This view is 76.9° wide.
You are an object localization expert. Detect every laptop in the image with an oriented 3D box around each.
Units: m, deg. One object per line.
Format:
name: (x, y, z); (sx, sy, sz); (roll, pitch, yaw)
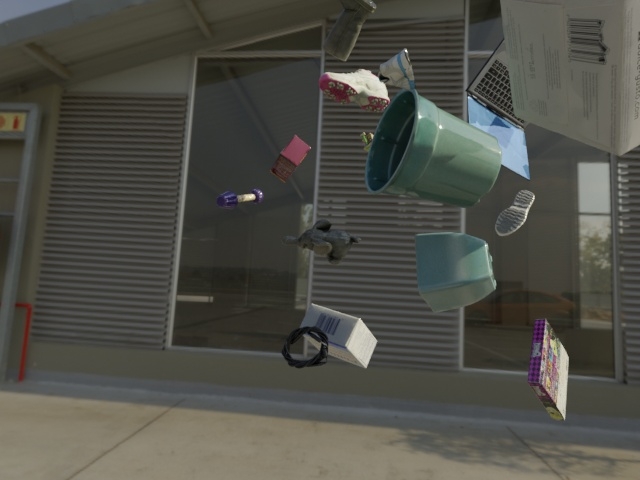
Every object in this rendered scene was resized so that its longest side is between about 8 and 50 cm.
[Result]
laptop: (0.788, -0.519, 1.587); (0.382, 0.408, 0.236); (18, 31, -29)

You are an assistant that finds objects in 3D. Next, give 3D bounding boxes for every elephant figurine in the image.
elephant figurine: (0.000, 0.000, 1.654); (0.239, 0.186, 0.169); (24, 11, -36)

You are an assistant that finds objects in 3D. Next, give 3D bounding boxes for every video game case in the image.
video game case: (0.723, 0.404, 1.272); (0.042, 0.232, 0.210); (-15, -56, 44)

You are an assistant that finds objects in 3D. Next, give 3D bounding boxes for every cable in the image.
cable: (-0.062, 0.401, 1.517); (0.185, 0.150, 0.047); (-8, -10, 13)

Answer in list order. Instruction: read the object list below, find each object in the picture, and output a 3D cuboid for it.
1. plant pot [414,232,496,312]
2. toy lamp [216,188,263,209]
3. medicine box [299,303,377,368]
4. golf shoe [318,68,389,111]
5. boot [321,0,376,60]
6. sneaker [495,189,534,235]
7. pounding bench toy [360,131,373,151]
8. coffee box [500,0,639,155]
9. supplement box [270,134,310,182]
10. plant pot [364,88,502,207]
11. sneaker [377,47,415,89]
plant pot: (0.522, 0.111, 1.539); (0.252, 0.247, 0.248); (-12, -33, 25)
toy lamp: (-0.338, -0.175, 1.699); (0.080, 0.080, 0.275); (0, 9, 24)
medicine box: (0.086, 0.448, 1.883); (0.263, 0.149, 0.289); (11, -28, 33)
golf shoe: (0.128, -0.596, 1.548); (0.306, 0.140, 0.115); (8, -15, -30)
boot: (0.065, -0.748, 1.374); (0.190, 0.076, 0.208); (29, -43, -18)
sneaker: (0.910, -0.106, 1.883); (0.105, 0.281, 0.115); (33, -25, 30)
pounding bench toy: (0.209, -0.426, 1.754); (0.083, 0.065, 0.052); (23, -43, -34)
coffee box: (0.680, -0.463, 0.920); (0.334, 0.337, 0.338); (-29, 35, -1)
supplement box: (-0.121, -0.319, 1.595); (0.081, 0.104, 0.188); (37, -21, -8)
plant pot: (0.365, -0.267, 1.305); (0.334, 0.341, 0.341); (16, -10, -15)
sneaker: (0.183, -0.406, 0.980); (0.083, 0.071, 0.191); (-15, -1, 19)
